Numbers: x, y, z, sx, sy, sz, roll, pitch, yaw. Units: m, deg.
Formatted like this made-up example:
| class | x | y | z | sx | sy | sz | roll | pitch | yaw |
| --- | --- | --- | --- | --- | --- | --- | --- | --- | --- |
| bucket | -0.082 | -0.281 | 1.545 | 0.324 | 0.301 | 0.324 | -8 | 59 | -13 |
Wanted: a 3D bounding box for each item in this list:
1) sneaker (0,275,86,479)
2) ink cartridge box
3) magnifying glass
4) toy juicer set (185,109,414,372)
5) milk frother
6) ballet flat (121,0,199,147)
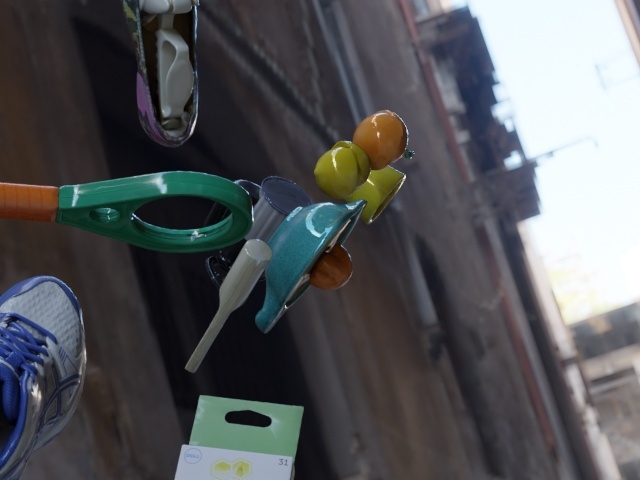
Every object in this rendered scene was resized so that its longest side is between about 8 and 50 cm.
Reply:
| class | x | y | z | sx | sy | sz | roll | pitch | yaw |
| --- | --- | --- | --- | --- | --- | --- | --- | --- | --- |
| sneaker | -0.263 | 0.128 | 1.255 | 0.112 | 0.296 | 0.131 | 21 | -44 | -6 |
| ink cartridge box | -0.122 | 0.326 | 2.192 | 0.171 | 0.235 | 0.056 | 6 | -36 | 5 |
| magnifying glass | -0.161 | -0.025 | 1.042 | 0.231 | 0.026 | 0.092 | 3 | -27 | -14 |
| toy juicer set | 0.000 | 0.000 | 1.513 | 0.329 | 0.089 | 0.209 | -48 | -8 | -28 |
| milk frother | -0.091 | 0.000 | 2.071 | 0.129 | 0.143 | 0.134 | 15 | -52 | -28 |
| ballet flat | -0.145 | -0.196 | 1.402 | 0.077 | 0.221 | 0.079 | -10 | 14 | -24 |
